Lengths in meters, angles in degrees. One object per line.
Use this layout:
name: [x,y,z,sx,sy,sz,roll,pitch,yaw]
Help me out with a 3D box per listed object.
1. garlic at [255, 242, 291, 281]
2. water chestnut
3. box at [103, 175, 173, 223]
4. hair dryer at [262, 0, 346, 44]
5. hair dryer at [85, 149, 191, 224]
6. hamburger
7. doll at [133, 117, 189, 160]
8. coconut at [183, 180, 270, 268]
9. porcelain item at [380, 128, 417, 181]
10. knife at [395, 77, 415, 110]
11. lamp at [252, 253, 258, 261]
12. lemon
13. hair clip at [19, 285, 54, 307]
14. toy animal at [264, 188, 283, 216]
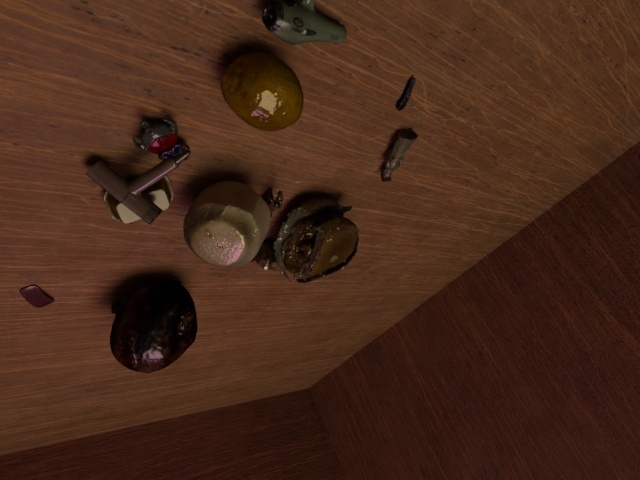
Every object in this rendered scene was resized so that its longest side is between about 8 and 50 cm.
garlic: [-0.182,0.082,1.897,0.091,0.128,0.198,-29,149,9]
water chestnut: [-0.612,0.293,1.776,0.302,0.350,0.350,14,155,12]
box: [-0.485,-0.111,1.334,0.177,0.111,0.111,-23,153,-17]
hair dryer: [0.018,-0.528,1.075,0.267,0.092,0.229,-47,155,17]
hair dryer: [-0.429,-0.172,1.210,0.220,0.053,0.195,-41,112,19]
hamburger: [0.000,0.000,1.806,0.277,0.195,0.318,-13,139,-47]
doll: [-0.387,-0.244,1.221,0.104,0.062,0.194,-11,163,8]
coconut: [-0.270,-0.057,1.473,0.238,0.265,0.237,2,119,4]
porcelain item: [0.260,-0.290,1.715,0.084,0.054,0.213,-9,148,-26]
knife: [0.257,-0.441,1.487,0.031,0.018,0.121,-16,150,-23]
lamp: [-0.275,0.042,1.791,0.101,0.090,0.101,10,169,2]
lemon: [-0.133,-0.344,1.152,0.170,0.170,0.207,-36,146,17]
hair clip: [-0.893,0.182,1.565,0.054,0.022,0.137,-24,153,-12]
toy animal: [-0.164,-0.128,1.592,0.069,0.086,0.220,-38,-177,-26]
